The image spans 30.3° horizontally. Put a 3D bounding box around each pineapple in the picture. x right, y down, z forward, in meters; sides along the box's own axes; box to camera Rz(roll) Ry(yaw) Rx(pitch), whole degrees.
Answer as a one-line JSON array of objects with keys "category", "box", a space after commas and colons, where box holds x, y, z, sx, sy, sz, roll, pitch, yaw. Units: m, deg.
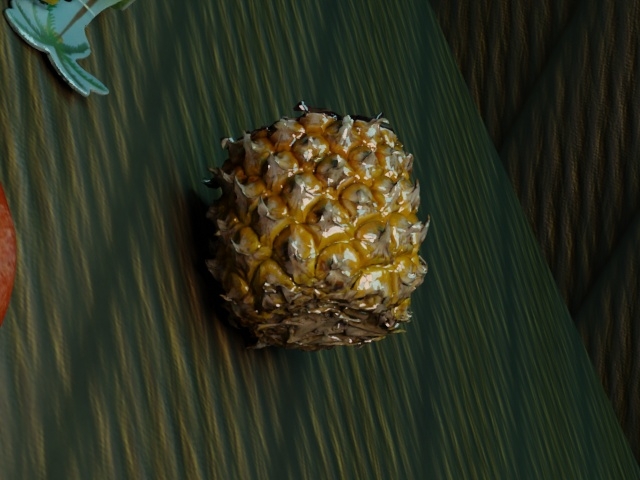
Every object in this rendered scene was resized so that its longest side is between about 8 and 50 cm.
[{"category": "pineapple", "box": [-0.003, 0.000, 1.714, 0.352, 0.352, 0.300, 30, 50, -51]}]

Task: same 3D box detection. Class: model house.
[{"category": "model house", "box": [-0.293, -0.399, 1.548, 0.324, 0.300, 0.340, -21, 81, -54]}]

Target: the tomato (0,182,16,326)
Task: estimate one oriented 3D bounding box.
[{"category": "tomato", "box": [-0.428, 0.011, 0.954, 0.341, 0.273, 0.341, 30, 33, -22]}]
